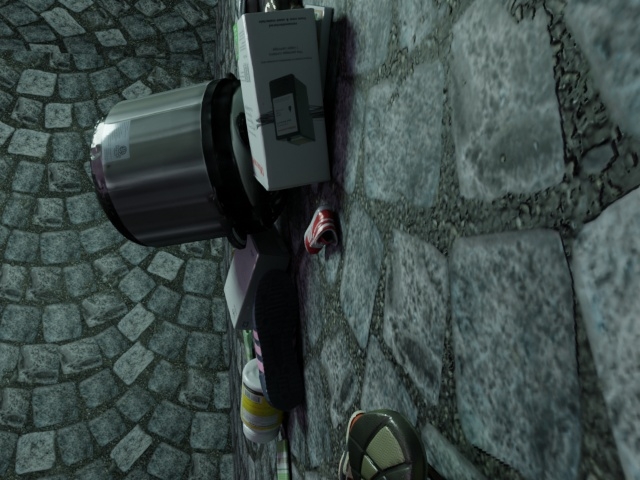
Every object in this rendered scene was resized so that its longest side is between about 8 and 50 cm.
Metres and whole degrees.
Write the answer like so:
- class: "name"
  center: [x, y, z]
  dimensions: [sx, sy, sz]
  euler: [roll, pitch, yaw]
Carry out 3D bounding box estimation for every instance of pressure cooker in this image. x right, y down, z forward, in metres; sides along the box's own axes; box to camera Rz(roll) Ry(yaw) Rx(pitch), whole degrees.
- class: "pressure cooker"
  center: [-0.262, -0.177, 1.257]
  dimensions: [0.375, 0.420, 0.370]
  euler: [-70, -33, -65]

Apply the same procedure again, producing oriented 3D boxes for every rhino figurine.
- class: "rhino figurine"
  center: [-0.082, -0.519, 1.155]
  dimensions: [0.243, 0.073, 0.106]
  euler: [111, 151, -51]

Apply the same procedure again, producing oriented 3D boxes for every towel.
- class: "towel"
  center: [-0.092, 0.601, 1.396]
  dimensions: [0.113, 0.023, 0.152]
  euler: [126, 142, -63]
- class: "towel"
  center: [-0.223, 0.371, 1.734]
  dimensions: [0.248, 0.038, 0.325]
  euler: [-118, 22, -64]

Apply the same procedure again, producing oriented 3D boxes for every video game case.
- class: "video game case"
  center: [-0.011, -0.357, 1.007]
  dimensions: [0.143, 0.019, 0.157]
  euler: [-121, 34, -61]

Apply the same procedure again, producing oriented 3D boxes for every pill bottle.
- class: "pill bottle"
  center: [-0.148, 0.417, 1.389]
  dimensions: [0.119, 0.119, 0.209]
  euler: [-115, 28, -56]

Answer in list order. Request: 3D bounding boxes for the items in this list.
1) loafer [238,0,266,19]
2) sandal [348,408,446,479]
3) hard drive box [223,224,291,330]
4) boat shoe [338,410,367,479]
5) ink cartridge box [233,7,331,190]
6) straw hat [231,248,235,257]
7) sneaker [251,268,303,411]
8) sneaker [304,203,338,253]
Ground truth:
- class: "loafer"
  center: [-0.145, -0.715, 1.394]
  dimensions: [0.109, 0.095, 0.303]
  euler: [-55, -21, -62]
- class: "sandal"
  center: [0.092, 0.281, 0.568]
  dimensions: [0.120, 0.086, 0.303]
  euler: [-121, 18, -52]
- class: "hard drive box"
  center: [-0.171, 0.089, 1.392]
  dimensions: [0.181, 0.089, 0.232]
  euler: [-121, 44, -53]
- class: "boat shoe"
  center: [0.057, 0.312, 0.756]
  dimensions: [0.043, 0.049, 0.137]
  euler: [-149, 63, -70]
- class: "ink cartridge box"
  center: [-0.074, -0.256, 0.981]
  dimensions: [0.211, 0.121, 0.289]
  euler: [-130, 32, -68]
- class: "straw hat"
  center: [-0.200, 0.051, 1.652]
  dimensions: [0.061, 0.144, 0.144]
  euler: [-55, -8, -34]
- class: "sneaker"
  center: [-0.112, 0.230, 1.254]
  dimensions: [0.131, 0.112, 0.319]
  euler: [149, 120, -70]
- class: "sneaker"
  center: [0.000, 0.000, 0.946]
  dimensions: [0.118, 0.042, 0.067]
  euler: [108, 159, -46]
